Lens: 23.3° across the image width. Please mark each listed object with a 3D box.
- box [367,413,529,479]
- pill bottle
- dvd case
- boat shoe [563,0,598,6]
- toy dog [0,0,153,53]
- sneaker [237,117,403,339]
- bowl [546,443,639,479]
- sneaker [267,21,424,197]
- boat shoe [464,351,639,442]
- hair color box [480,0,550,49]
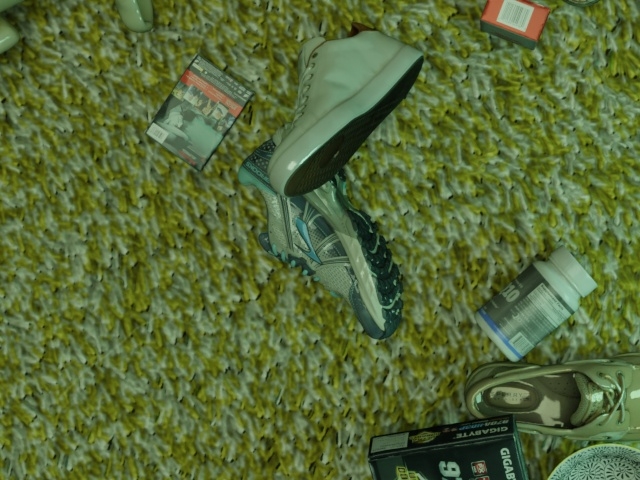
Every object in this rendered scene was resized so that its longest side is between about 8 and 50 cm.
[{"bbox_3d":[0.165,0.320,1.835,0.175,0.051,0.220,-10,113,11],"label":"box"},{"bbox_3d":[0.257,0.073,1.844,0.137,0.078,0.078,-42,88,6],"label":"pill bottle"},{"bbox_3d":[-0.149,-0.156,1.905,0.087,0.013,0.119,34,94,3],"label":"dvd case"},{"bbox_3d":[0.375,-0.404,1.796,0.113,0.103,0.302,32,95,3],"label":"boat shoe"},{"bbox_3d":[-0.446,-0.379,1.796,0.408,0.284,0.395,-14,78,6],"label":"toy dog"},{"bbox_3d":[0.000,0.000,1.866,0.122,0.110,0.283,-30,83,18],"label":"sneaker"},{"bbox_3d":[0.339,0.319,1.845,0.170,0.080,0.170,0,92,2],"label":"bowl"},{"bbox_3d":[-0.001,-0.156,1.791,0.123,0.290,0.106,33,136,11],"label":"sneaker"},{"bbox_3d":[0.321,0.189,1.832,0.302,0.098,0.109,1,93,6],"label":"boat shoe"},{"bbox_3d":[0.225,-0.256,1.799,0.072,0.141,0.043,22,94,4],"label":"hair color box"}]
